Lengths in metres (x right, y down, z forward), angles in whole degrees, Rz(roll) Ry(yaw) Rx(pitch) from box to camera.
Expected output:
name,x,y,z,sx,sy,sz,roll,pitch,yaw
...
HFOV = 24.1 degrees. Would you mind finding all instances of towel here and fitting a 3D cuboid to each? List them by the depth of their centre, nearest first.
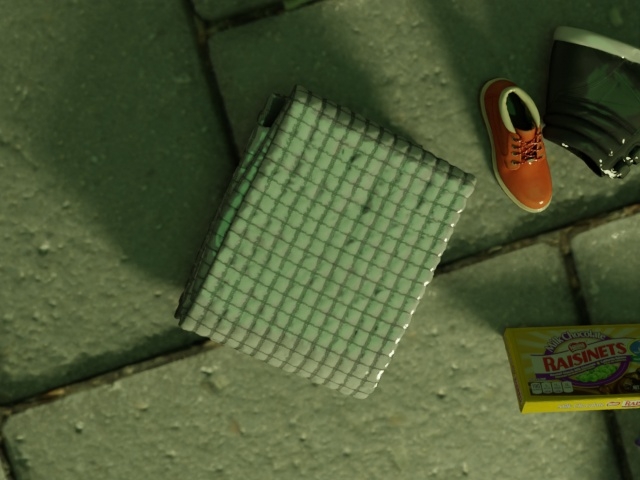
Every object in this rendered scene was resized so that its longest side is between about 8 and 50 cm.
name,x,y,z,sx,sy,sz,roll,pitch,yaw
towel,0.000,0.000,1.604,0.235,0.121,0.283,24,94,-9

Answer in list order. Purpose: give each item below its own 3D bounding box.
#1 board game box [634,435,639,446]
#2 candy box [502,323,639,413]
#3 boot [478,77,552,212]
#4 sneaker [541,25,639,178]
name,x,y,z,sx,sy,sz,roll,pitch,yaw
board game box,0.565,0.174,1.729,0.233,0.078,0.347,38,90,-11
candy box,0.315,0.141,1.680,0.206,0.105,0.027,-2,138,-9
boot,0.220,-0.101,1.641,0.059,0.084,0.158,-24,101,-7
sneaker,0.378,-0.126,1.657,0.296,0.104,0.147,17,95,-4
